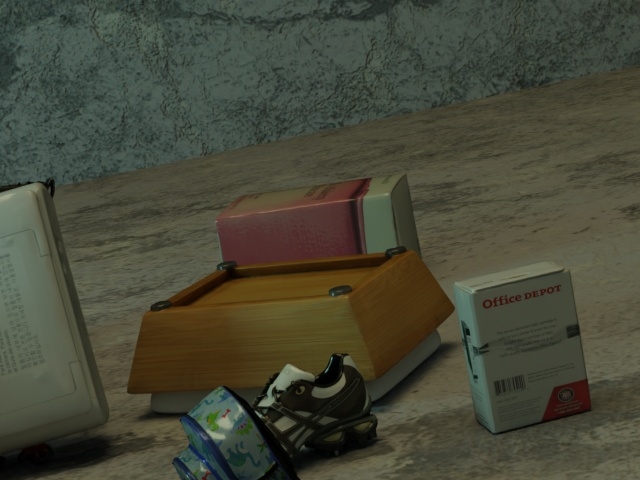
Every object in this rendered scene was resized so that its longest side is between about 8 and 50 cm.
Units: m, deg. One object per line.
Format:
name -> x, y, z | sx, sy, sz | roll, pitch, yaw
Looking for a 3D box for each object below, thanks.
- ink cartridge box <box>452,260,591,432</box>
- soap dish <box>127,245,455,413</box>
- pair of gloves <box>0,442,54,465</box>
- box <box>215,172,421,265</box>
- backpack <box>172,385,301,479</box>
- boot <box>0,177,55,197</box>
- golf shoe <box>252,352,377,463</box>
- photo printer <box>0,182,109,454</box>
ink cartridge box -> 0.183, 0.095, 1.589 | 0.099, 0.135, 0.056 | -12, 11, -11
soap dish -> -0.032, 0.092, 1.840 | 0.290, 0.118, 0.229 | -6, 12, 27
pair of gloves -> -0.309, 0.219, 1.738 | 0.083, 0.010, 0.074 | -16, 11, -17
box -> 0.000, 0.000, 2.234 | 0.232, 0.127, 0.148 | -8, 11, 12
backpack -> -0.071, 0.185, 1.434 | 0.084, 0.114, 0.105 | -34, 19, -13
boot -> -0.438, 0.044, 2.151 | 0.263, 0.229, 0.091 | -15, 13, -23
golf shoe -> -0.043, 0.162, 1.580 | 0.198, 0.094, 0.077 | -20, 16, -32
photo printer -> -0.390, 0.104, 1.741 | 0.307, 0.256, 0.107 | -17, -9, 0
